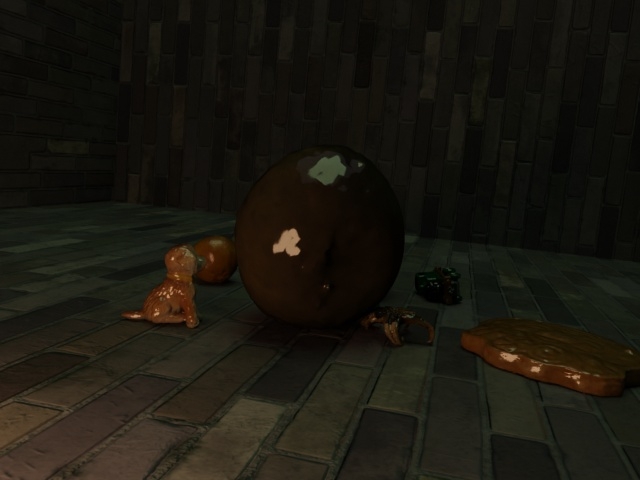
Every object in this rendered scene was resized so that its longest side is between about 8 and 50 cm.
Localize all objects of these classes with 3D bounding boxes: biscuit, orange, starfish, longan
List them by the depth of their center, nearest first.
[{"bbox_3d":[0.528,0.241,1.351,0.365,0.062,0.385,-3,11,-45],"label":"biscuit"},{"bbox_3d":[-0.004,0.008,1.396,0.405,0.435,0.403,1,47,-1],"label":"longan"},{"bbox_3d":[0.175,0.196,1.430,0.147,0.074,0.190,-7,11,-33],"label":"starfish"},{"bbox_3d":[-0.325,0.062,1.834,0.159,0.159,0.136,1,49,-30],"label":"orange"}]

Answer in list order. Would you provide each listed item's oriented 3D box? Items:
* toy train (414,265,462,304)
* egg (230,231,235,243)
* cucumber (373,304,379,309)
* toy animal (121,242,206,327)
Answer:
[{"bbox_3d":[0.375,0.143,1.907,0.137,0.091,0.227,-5,8,4],"label":"toy train"},{"bbox_3d":[-0.266,0.005,2.301,0.172,0.132,0.132,-1,3,30],"label":"egg"},{"bbox_3d":[0.132,0.102,1.688,0.056,0.056,0.284,4,45,-7],"label":"cucumber"},{"bbox_3d":[-0.357,0.096,1.362,0.184,0.184,0.104,4,9,-9],"label":"toy animal"}]
